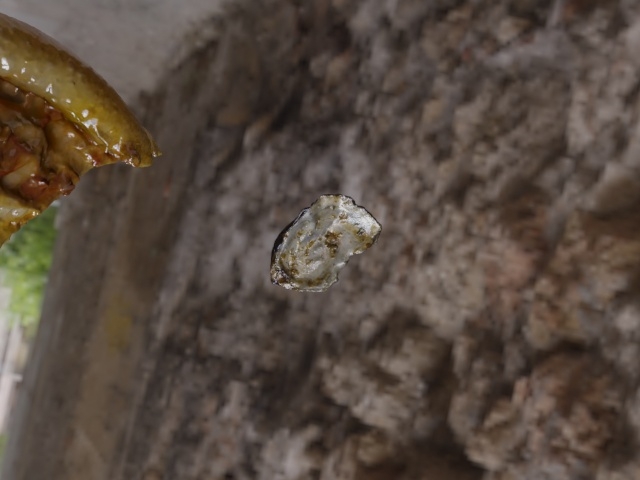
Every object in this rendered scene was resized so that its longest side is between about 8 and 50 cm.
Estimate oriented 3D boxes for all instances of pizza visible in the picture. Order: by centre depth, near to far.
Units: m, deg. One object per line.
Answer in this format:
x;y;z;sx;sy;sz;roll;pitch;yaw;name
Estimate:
-0.288;-0.096;1.152;0.365;0.182;0.074;22;177;-37;pizza

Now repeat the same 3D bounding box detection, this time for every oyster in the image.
-0.002;0.003;0.969;0.054;0.083;0.019;43;-167;-16;oyster
